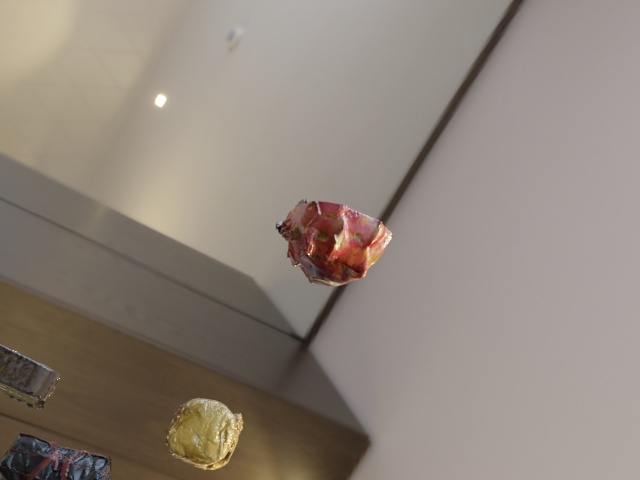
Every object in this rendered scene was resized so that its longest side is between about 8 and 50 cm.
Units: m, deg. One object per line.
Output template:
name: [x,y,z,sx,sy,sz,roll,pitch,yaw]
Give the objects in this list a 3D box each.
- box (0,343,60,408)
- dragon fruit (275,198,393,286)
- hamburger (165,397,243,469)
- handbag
box: [-0.531,0.204,1.472,0.058,0.211,0.350,-66,-168,-19]
dragon fruit: [-0.007,0.005,1.879,0.274,0.161,0.126,-8,-133,43]
hamburger: [-0.241,0.398,1.880,0.083,0.147,0.138,93,15,-68]
handbag: [-0.512,0.479,1.772,0.155,0.215,0.169,-73,174,-52]
